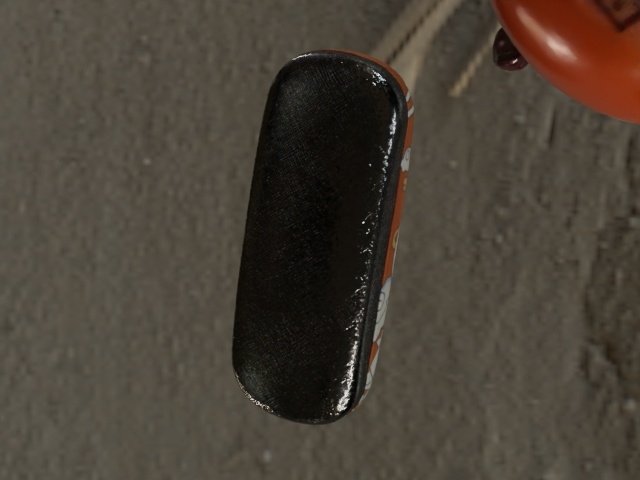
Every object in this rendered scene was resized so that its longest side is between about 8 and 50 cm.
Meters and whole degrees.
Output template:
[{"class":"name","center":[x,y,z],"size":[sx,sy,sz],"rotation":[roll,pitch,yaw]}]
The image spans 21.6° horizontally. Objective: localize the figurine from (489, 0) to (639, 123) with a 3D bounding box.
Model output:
[{"class":"figurine","center":[0.194,-0.170,0.914],"size":[0.320,0.196,0.323],"rotation":[56,175,1]}]

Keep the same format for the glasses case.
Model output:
[{"class":"glasses case","center":[0.000,0.000,1.168],"size":[0.103,0.067,0.266],"rotation":[16,109,21]}]
